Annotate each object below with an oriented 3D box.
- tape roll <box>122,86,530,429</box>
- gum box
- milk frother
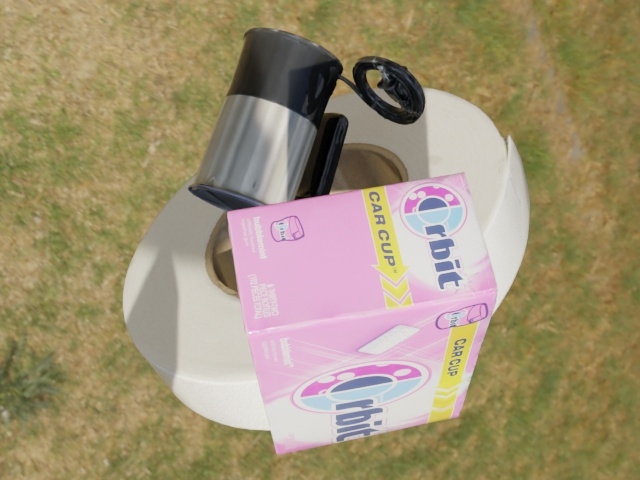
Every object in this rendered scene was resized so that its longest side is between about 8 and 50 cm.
[{"bbox_3d":[0.000,0.000,0.912,0.392,0.392,0.072,-42,127,-17],"label":"tape roll"},{"bbox_3d":[0.019,0.048,0.493,0.107,0.062,0.188,-10,152,-3],"label":"gum box"},{"bbox_3d":[-0.009,-0.079,0.745,0.129,0.143,0.135,23,80,-31],"label":"milk frother"}]
